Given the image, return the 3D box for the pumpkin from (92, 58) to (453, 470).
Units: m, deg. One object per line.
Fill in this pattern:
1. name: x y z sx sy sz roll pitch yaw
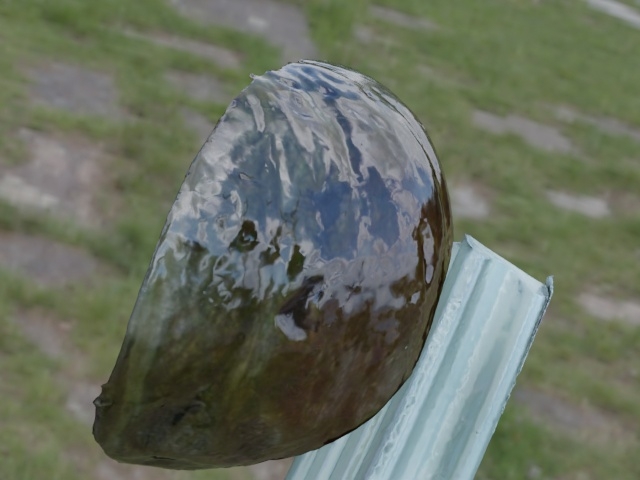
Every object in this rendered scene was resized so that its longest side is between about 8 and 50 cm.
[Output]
1. pumpkin: 0.000 0.000 1.015 0.148 0.312 0.169 21 -25 8

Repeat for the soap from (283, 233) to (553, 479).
1. soap: 0.067 0.125 1.274 0.094 0.261 0.150 34 -22 -17
